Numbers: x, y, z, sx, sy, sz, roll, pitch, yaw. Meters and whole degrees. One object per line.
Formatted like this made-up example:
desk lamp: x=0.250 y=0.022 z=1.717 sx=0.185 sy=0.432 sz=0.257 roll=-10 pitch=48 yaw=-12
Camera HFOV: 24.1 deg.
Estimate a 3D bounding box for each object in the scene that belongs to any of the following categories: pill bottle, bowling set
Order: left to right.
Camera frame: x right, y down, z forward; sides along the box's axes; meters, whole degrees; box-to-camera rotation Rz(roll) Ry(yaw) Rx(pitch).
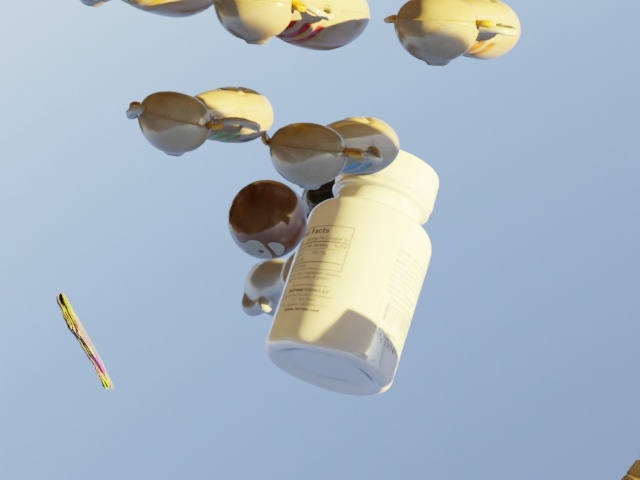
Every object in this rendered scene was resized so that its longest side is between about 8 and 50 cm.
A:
bowling set: x=-0.027 y=-0.077 z=0.929 sx=0.287 sy=0.200 sz=0.154 roll=10 pitch=-170 yaw=23
pill bottle: x=0.039 y=0.027 z=1.491 sx=0.131 sy=0.131 sz=0.229 roll=-2 pitch=-120 yaw=42

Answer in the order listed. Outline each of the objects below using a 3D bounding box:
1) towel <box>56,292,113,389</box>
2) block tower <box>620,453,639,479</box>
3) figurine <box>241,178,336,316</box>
towel: x=-0.208 y=0.088 z=1.313 sx=0.009 sy=0.083 sz=0.060 roll=-28 pitch=-140 yaw=-7
block tower: x=0.317 y=0.170 z=1.154 sx=0.097 sy=0.091 sz=0.335 roll=22 pitch=-120 yaw=44
figurine: x=0.000 y=0.000 z=1.803 sx=0.215 sy=0.092 sz=0.209 roll=-56 pitch=-175 yaw=-17
